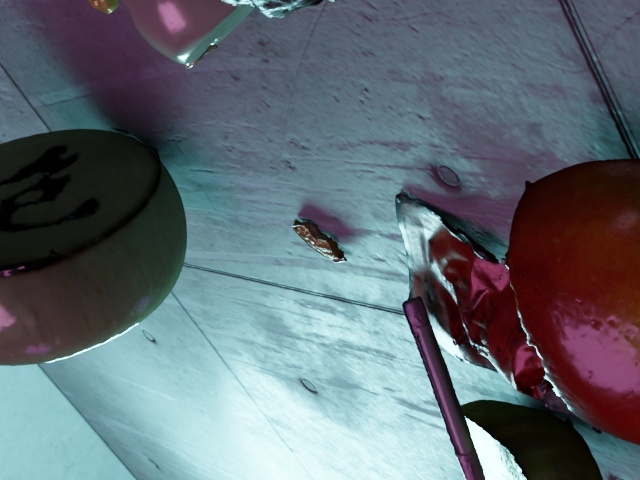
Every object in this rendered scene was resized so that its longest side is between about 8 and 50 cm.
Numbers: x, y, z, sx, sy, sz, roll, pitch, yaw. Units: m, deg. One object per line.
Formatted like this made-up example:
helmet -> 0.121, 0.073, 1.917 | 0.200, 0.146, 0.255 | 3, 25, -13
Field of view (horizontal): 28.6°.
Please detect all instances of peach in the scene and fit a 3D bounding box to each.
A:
peach -> 0.231, 0.044, 0.916 | 0.226, 0.190, 0.196 | 30, 167, 12

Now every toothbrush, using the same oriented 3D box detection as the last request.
toothbrush -> 0.153, 0.225, 1.311 | 0.029, 0.024, 0.354 | -78, -32, -84

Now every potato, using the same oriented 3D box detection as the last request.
potato -> 0.230, 0.241, 1.310 | 0.271, 0.111, 0.160 | -156, 44, -77

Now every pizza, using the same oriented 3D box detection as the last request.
pizza -> 0.000, 0.000, 1.404 | 0.083, 0.016, 0.037 | 35, 156, 25

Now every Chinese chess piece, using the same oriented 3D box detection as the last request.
Chinese chess piece -> -0.335, -0.004, 1.502 | 0.349, 0.349, 0.146 | 22, 134, 39

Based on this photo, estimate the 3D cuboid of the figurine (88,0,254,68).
figurine -> -0.159, -0.271, 1.079 | 0.235, 0.127, 0.155 | 49, 165, -3

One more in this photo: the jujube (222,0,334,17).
jujube -> -0.063, -0.265, 0.825 | 0.317, 0.226, 0.226 | 21, 148, 44

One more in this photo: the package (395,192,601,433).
package -> 0.169, 0.079, 1.219 | 0.269, 0.071, 0.194 | 32, 140, 30
